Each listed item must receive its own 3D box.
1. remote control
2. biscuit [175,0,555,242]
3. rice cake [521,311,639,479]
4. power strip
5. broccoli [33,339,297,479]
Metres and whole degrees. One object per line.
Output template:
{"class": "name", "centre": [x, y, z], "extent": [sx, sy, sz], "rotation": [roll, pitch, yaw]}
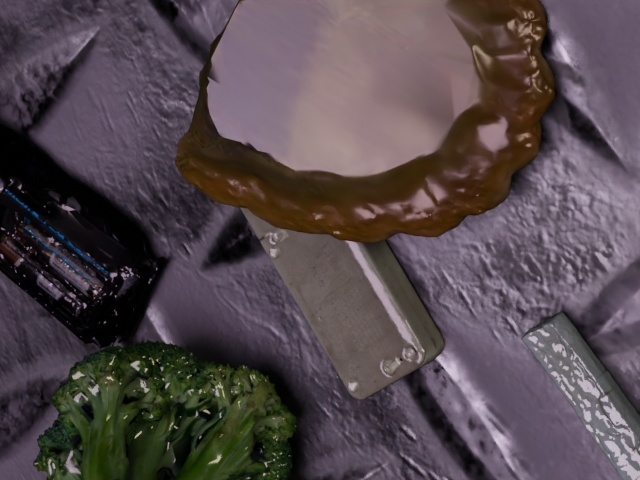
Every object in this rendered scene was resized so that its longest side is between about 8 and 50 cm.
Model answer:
{"class": "remote control", "centre": [-0.338, -0.043, 1.337], "extent": [0.399, 0.062, 0.144], "rotation": [36, 115, 17]}
{"class": "biscuit", "centre": [0.028, -0.164, 1.089], "extent": [0.329, 0.078, 0.335], "rotation": [-2, 92, 14]}
{"class": "rice cake", "centre": [0.254, 0.167, 1.078], "extent": [0.042, 0.045, 0.245], "rotation": [-40, 81, 25]}
{"class": "power strip", "centre": [0.000, 0.000, 1.174], "extent": [0.093, 0.053, 0.288], "rotation": [-33, 84, 30]}
{"class": "broccoli", "centre": [-0.143, 0.231, 1.198], "extent": [0.265, 0.245, 0.294], "rotation": [-26, 112, 11]}
